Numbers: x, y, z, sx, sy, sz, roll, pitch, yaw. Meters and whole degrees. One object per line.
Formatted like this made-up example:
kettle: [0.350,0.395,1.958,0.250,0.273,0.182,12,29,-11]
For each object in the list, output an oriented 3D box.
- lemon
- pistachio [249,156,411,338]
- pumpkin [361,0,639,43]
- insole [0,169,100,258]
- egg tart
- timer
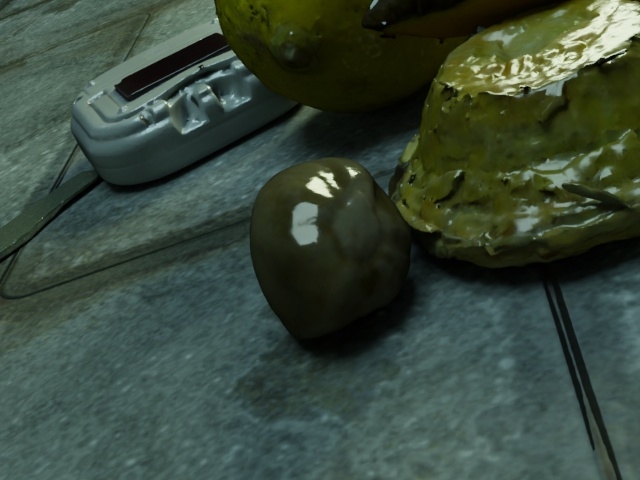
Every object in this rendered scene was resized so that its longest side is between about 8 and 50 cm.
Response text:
lemon: [0.029,-0.251,1.057,0.258,0.258,0.310,-4,34,36]
pistachio: [0.000,0.000,0.785,0.108,0.126,0.185,16,16,-15]
pumpkin: [0.162,-0.230,0.887,0.254,0.130,0.149,3,-18,-32]
insole: [-0.307,-0.022,1.191,0.063,0.010,0.192,3,35,42]
egg tart: [0.171,-0.095,0.799,0.294,0.116,0.295,-21,24,10]
timer: [-0.149,-0.165,1.242,0.262,0.087,0.237,-29,26,-11]
